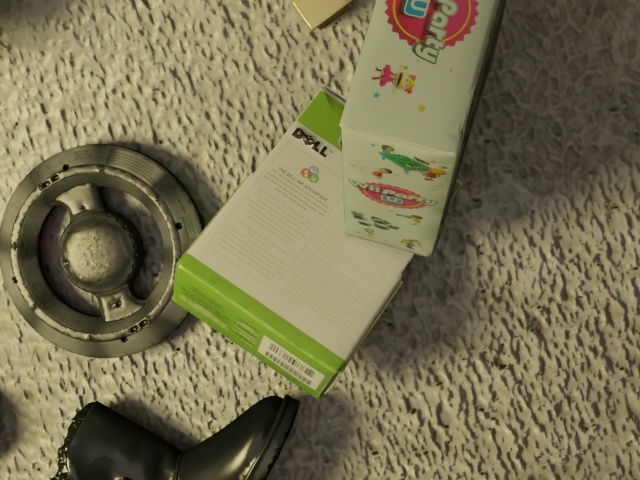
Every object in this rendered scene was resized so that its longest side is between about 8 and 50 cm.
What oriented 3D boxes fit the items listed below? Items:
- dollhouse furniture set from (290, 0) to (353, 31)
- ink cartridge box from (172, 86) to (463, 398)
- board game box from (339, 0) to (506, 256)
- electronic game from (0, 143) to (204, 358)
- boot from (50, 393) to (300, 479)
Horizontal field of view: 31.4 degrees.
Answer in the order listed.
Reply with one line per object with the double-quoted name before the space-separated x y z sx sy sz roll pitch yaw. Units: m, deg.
"dollhouse furniture set" 0.001 -0.328 1.120 0.161 0.101 0.182 -36 89 10
"ink cartridge box" 0.000 0.000 1.162 0.189 0.097 0.255 34 65 4
"board game box" 0.094 -0.134 0.994 0.098 0.303 0.224 16 76 6
"electronic game" -0.232 0.012 1.211 0.229 0.048 0.229 1 95 9
"boot" -0.162 0.225 1.195 0.207 0.094 0.246 31 105 1
